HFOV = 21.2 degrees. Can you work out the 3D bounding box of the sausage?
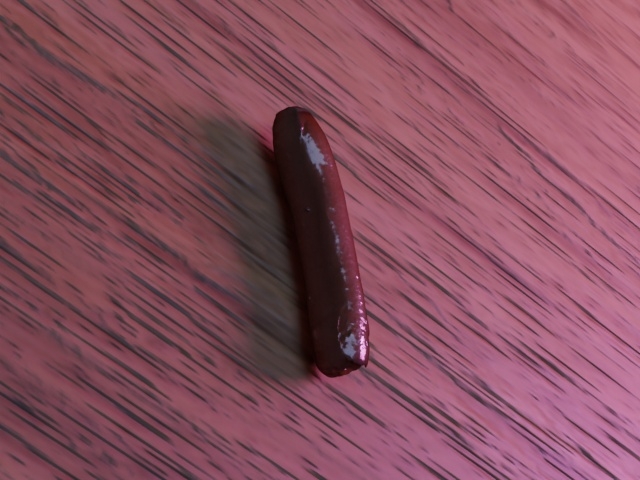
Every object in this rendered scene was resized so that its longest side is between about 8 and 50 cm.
[{"bbox_3d":[0.000,0.000,1.114,0.043,0.043,0.186,6,63,-37],"label":"sausage"}]
